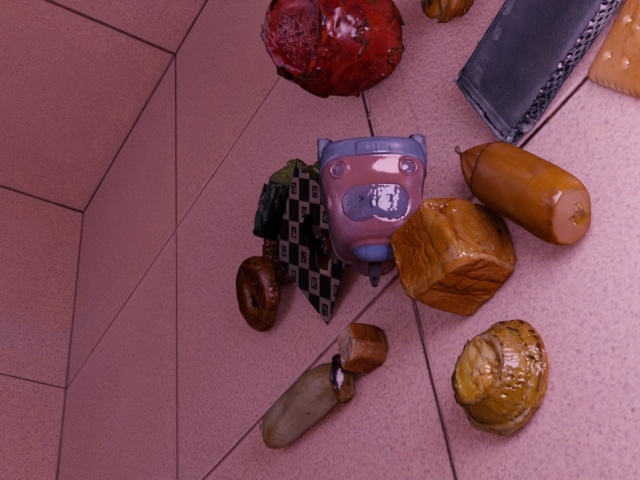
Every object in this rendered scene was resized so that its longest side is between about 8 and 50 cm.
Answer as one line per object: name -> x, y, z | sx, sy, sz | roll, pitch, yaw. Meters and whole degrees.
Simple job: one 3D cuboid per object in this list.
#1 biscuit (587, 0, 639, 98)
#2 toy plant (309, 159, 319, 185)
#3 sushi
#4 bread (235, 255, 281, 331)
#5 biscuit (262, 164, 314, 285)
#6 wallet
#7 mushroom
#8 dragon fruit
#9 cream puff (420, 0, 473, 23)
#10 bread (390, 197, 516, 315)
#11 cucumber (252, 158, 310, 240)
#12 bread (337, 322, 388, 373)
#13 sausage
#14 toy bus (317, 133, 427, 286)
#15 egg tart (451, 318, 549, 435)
biscuit -> 0.492, -0.333, 1.303 | 0.249, 0.030, 0.160 | -64, 28, 13
toy plant -> 0.030, -0.134, 1.969 | 0.092, 0.093, 0.162 | -67, 25, 8
sushi -> 0.000, 0.000, 1.944 | 0.290, 0.050, 0.263 | 51, 136, 46
bread -> -0.145, 0.124, 2.124 | 0.193, 0.064, 0.193 | 22, 115, 58
biscuit -> -0.064, -0.040, 2.142 | 0.305, 0.038, 0.305 | -41, 39, 45
wallet -> 0.373, -0.346, 1.485 | 0.342, 0.075, 0.237 | -58, 31, 26
mushroom -> -0.030, 0.327, 1.794 | 0.312, 0.081, 0.099 | -45, 30, 43
dragon fruit -> 0.032, -0.451, 1.956 | 0.296, 0.302, 0.295 | -28, 55, 48
cream puff -> 0.258, -0.495, 1.768 | 0.119, 0.104, 0.133 | 82, -151, -77
bread -> 0.219, 0.024, 1.464 | 0.143, 0.149, 0.158 | -54, 37, 33
cucumber -> -0.088, -0.091, 2.092 | 0.086, 0.115, 0.192 | 31, 107, 18
bread -> 0.077, 0.202, 1.685 | 0.076, 0.070, 0.083 | -49, 37, 39
sausage -> 0.306, -0.089, 1.408 | 0.112, 0.112, 0.328 | -65, 27, 11
toy bus -> 0.096, -0.056, 1.629 | 0.294, 0.198, 0.231 | 89, 180, -72
egg tart -> 0.261, 0.200, 1.343 | 0.191, 0.074, 0.191 | -40, 39, 42
